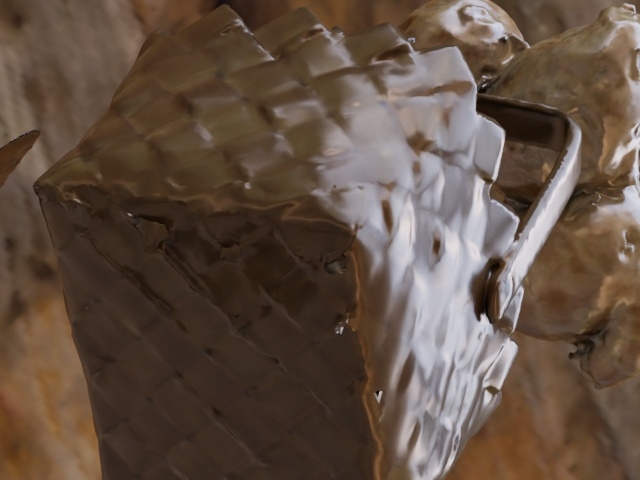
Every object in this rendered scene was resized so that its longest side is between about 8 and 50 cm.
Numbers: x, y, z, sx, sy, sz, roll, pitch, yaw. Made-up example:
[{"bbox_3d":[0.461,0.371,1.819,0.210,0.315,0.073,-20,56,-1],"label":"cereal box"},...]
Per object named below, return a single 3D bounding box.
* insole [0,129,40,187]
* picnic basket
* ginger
[{"bbox_3d":[-0.230,-0.004,1.124,0.003,0.080,0.232,50,-42,4],"label":"insole"},{"bbox_3d":[0.000,0.000,1.100,0.254,0.321,0.291,9,-52,20],"label":"picnic basket"},{"bbox_3d":[0.205,-0.050,1.619,0.176,0.256,0.375,-23,97,-62],"label":"ginger"}]
